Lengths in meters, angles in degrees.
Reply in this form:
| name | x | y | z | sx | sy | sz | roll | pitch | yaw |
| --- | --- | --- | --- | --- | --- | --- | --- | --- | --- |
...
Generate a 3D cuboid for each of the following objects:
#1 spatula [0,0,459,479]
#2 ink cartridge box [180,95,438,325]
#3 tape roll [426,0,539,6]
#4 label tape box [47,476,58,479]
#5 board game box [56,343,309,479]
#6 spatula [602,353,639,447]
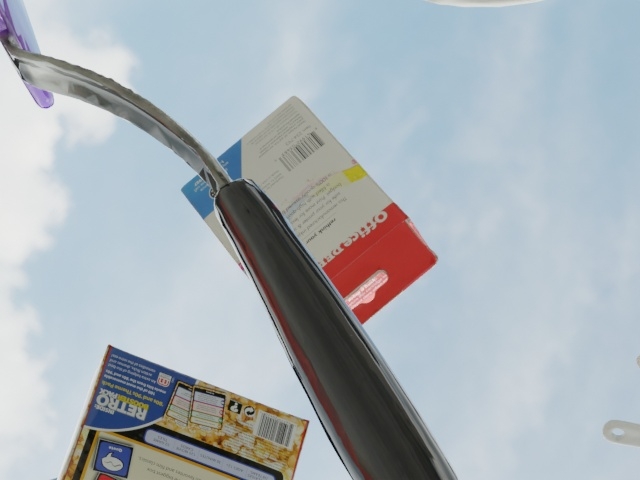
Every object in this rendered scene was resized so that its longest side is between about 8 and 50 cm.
| name | x | y | z | sx | sy | sz | roll | pitch | yaw |
| --- | --- | --- | --- | --- | --- | --- | --- | --- | --- |
| spatula | -0.041 | -0.021 | 0.425 | 0.030 | 0.084 | 0.296 | -35 | -119 | -10 |
| ink cartridge box | 0.000 | 0.000 | 1.376 | 0.134 | 0.078 | 0.231 | -39 | -127 | 0 |
| tape roll | 0.091 | -0.275 | 0.899 | 0.286 | 0.286 | 0.100 | -20 | -150 | 24 |
| label tape box | -0.198 | 0.314 | 1.395 | 0.249 | 0.347 | 0.115 | -20 | -121 | 24 |
| board game box | -0.100 | 0.178 | 1.042 | 0.045 | 0.146 | 0.193 | 122 | -13 | -52 |
| spatula | 0.312 | 0.090 | 1.039 | 0.242 | 0.168 | 0.019 | 11 | -151 | 6 |
